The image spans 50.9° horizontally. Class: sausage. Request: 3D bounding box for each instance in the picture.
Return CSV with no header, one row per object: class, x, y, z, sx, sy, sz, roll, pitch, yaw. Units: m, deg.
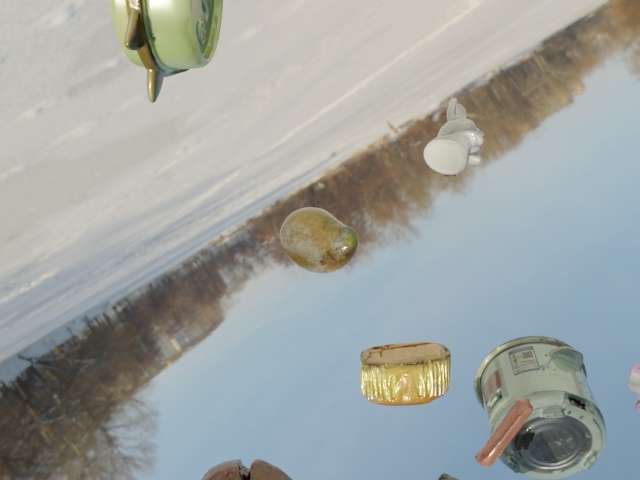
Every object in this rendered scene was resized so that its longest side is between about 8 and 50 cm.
sausage,0.311,0.325,1.136,0.147,0.030,0.035,-61,169,19

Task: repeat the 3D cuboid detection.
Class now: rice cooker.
rice cooker,0.497,0.371,1.536,0.316,0.265,0.316,-161,-90,-85

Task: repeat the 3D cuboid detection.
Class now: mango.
mango,0.000,0.000,1.973,0.146,0.192,0.316,-13,-166,-39

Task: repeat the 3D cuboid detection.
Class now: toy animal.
toy animal,0.324,-0.245,1.540,0.131,0.103,0.220,-3,-143,28

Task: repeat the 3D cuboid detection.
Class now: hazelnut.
hazelnut,-0.109,0.456,1.101,0.204,0.177,0.178,7,-175,-1

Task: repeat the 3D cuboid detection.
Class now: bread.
bread,0.177,0.280,1.412,0.191,0.114,0.132,-2,-166,8

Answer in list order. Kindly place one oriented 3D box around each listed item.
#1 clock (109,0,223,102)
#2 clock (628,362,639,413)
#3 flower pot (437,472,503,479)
clock,-0.220,-0.389,1.004,0.118,0.348,0.286,4,160,2
clock,0.807,0.320,1.548,0.090,0.247,0.227,17,-126,47
flower pot,0.341,0.558,1.375,0.229,0.108,0.103,-10,-146,41
